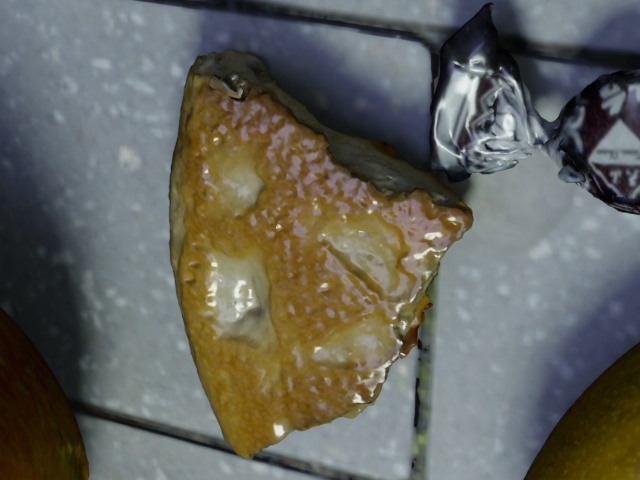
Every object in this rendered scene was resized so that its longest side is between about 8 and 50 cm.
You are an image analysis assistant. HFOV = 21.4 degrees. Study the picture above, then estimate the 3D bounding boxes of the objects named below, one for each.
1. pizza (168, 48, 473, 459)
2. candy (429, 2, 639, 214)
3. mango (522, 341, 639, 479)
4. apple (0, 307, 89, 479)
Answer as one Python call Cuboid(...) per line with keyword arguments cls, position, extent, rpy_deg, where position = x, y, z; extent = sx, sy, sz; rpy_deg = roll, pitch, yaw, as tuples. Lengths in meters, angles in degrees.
Cuboid(cls="pizza", position=(0.000, 0.000, 0.737), extent=(0.161, 0.062, 0.182), rpy_deg=(-9, 99, 38))
Cuboid(cls="candy", position=(0.146, -0.045, 0.646), extent=(0.226, 0.051, 0.094), rpy_deg=(3, 100, 25))
Cuboid(cls="mango", position=(0.147, 0.116, 0.677), extent=(0.136, 0.099, 0.227), rpy_deg=(31, 112, 20))
Cuboid(cls="apple", position=(-0.300, 0.158, 0.772), extent=(0.374, 0.374, 0.384), rpy_deg=(23, 102, 19))
